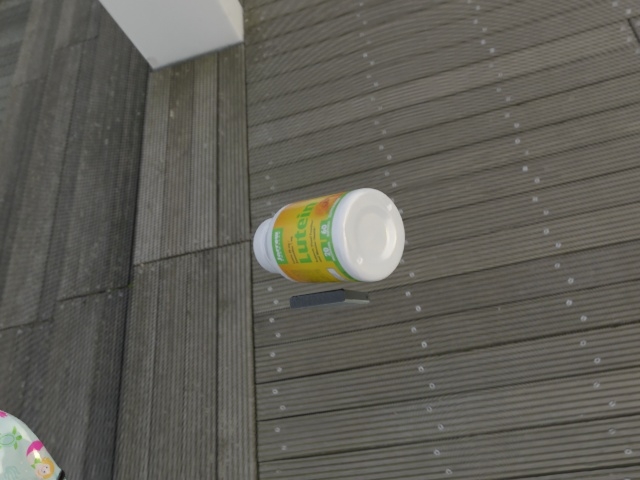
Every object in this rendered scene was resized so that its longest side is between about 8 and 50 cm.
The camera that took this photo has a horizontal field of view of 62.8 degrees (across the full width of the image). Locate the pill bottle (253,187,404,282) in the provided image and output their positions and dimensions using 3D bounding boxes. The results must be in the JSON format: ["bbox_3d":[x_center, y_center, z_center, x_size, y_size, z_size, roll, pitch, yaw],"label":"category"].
[{"bbox_3d":[0.000,0.000,0.839,0.246,0.136,0.136,-7,59,50],"label":"pill bottle"}]

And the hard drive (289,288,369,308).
[{"bbox_3d":[0.018,0.099,0.877,0.094,0.135,0.022,-10,79,20],"label":"hard drive"}]

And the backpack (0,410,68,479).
[{"bbox_3d":[-0.425,0.330,0.637,0.225,0.253,0.191,-11,20,19],"label":"backpack"}]
